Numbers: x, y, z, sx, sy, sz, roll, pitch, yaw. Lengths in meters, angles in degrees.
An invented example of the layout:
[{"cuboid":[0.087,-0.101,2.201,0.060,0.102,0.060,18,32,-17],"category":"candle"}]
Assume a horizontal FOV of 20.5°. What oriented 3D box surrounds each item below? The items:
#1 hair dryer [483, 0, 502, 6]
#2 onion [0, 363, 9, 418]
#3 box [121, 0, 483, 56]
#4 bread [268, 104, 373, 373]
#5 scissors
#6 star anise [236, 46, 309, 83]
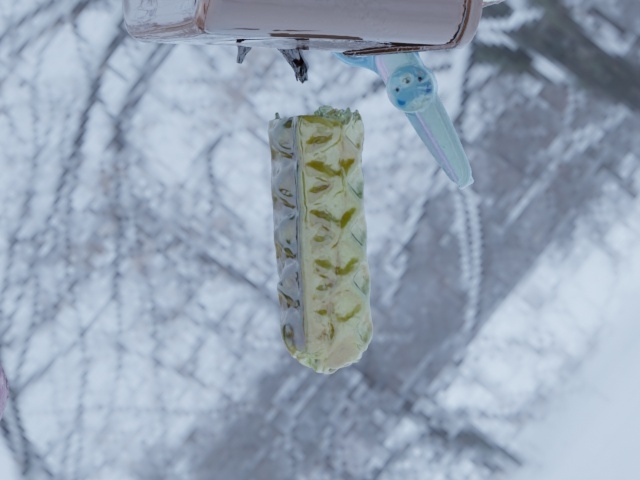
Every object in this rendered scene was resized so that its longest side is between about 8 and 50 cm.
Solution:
[{"cuboid":[0.248,-0.287,1.663,0.128,0.362,0.203,-34,-34,-46],"category":"hair dryer"},{"cuboid":[-0.444,0.184,2.029,0.177,0.153,0.177,-24,4,2],"category":"onion"},{"cuboid":[-0.030,-0.280,1.515,0.339,0.229,0.239,-166,75,-72],"category":"box"},{"cuboid":[0.001,0.000,1.784,0.087,0.098,0.269,-29,-64,-86],"category":"bread"},{"cuboid":[0.099,-0.171,1.953,0.125,0.256,0.030,-29,1,14],"category":"scissors"},{"cuboid":[-0.091,-0.254,1.773,0.157,0.212,0.053,-9,15,-20],"category":"star anise"}]
